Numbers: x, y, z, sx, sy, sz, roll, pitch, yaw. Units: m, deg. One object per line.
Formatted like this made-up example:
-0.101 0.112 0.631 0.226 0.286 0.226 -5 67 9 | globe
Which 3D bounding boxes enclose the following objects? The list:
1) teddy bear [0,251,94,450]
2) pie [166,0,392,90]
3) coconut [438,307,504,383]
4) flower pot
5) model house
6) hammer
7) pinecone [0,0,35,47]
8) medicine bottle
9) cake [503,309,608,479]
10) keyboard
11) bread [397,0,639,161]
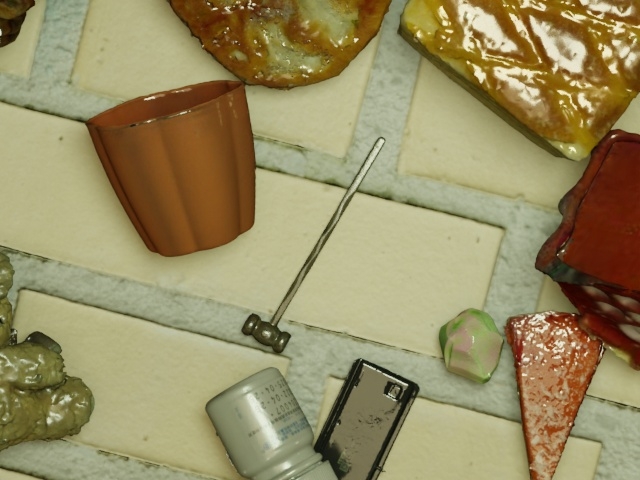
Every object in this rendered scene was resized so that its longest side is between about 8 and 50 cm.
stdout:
-0.428 0.140 1.551 0.267 0.156 0.256 -14 92 5 | teddy bear
-0.044 -0.303 1.472 0.308 0.085 0.308 3 123 5 | pie
0.179 0.123 1.554 0.081 0.083 0.082 23 86 21 | coconut
-0.162 -0.081 1.516 0.190 0.190 0.173 -11 106 4 | flower pot
0.384 0.032 1.452 0.254 0.160 0.196 44 68 -42 | model house
0.000 0.000 1.583 0.058 0.029 0.292 30 94 -2 | hammer
-0.433 -0.347 1.446 0.384 0.384 0.385 0 94 3 | pinecone
-0.057 0.244 1.552 0.105 0.105 0.168 -29 82 5 | medicine bottle
0.290 0.186 1.549 0.116 0.086 0.221 -10 93 6 | cake
0.038 0.263 1.599 0.093 0.025 0.230 26 95 2 | keyboard
0.260 -0.270 1.455 0.279 0.207 0.279 40 97 -2 | bread
